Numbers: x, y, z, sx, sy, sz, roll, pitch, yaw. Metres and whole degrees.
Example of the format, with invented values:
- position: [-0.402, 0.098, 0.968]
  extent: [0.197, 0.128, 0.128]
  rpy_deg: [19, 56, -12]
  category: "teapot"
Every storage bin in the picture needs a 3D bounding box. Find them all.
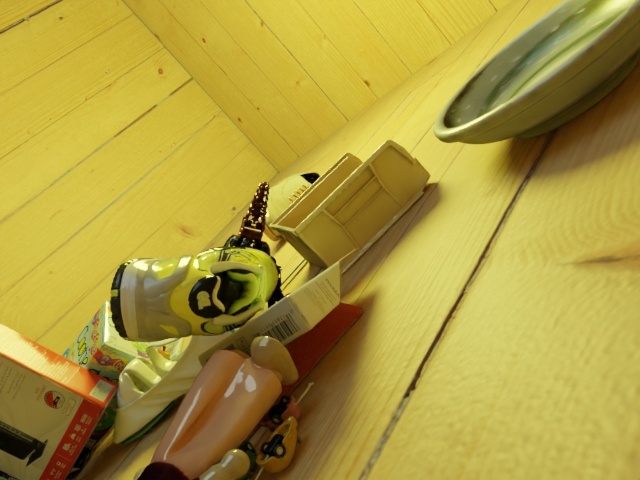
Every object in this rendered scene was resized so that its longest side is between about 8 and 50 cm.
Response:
- position: [0.051, -0.070, 1.163]
  extent: [0.260, 0.123, 0.262]
  rpy_deg: [-45, 12, -8]
  category: "storage bin"

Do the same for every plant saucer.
- position: [0.359, -0.261, 0.895]
  extent: [0.400, 0.100, 0.400]
  rpy_deg: [-40, 13, 11]
  category: "plant saucer"
- position: [-0.078, 0.174, 0.914]
  extent: [0.259, 0.048, 0.258]
  rpy_deg: [-45, 12, -14]
  category: "plant saucer"

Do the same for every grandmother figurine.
- position: [-0.158, 0.253, 0.620]
  extent: [0.208, 0.104, 0.342]
  rpy_deg: [-43, 6, 45]
  category: "grandmother figurine"

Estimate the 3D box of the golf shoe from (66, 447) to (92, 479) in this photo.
- position: [-0.588, 0.509, 1.304]
  extent: [0.198, 0.077, 0.094]
  rpy_deg: [-50, 15, -28]
  category: "golf shoe"

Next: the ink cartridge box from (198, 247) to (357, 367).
- position: [-0.041, 0.105, 0.850]
  extent: [0.189, 0.066, 0.232]
  rpy_deg: [-36, -7, 30]
  category: "ink cartridge box"

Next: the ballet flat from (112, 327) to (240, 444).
- position: [-0.304, 0.258, 1.141]
  extent: [0.400, 0.139, 0.139]
  rpy_deg: [-37, 13, 25]
  category: "ballet flat"

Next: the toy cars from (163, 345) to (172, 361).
- position: [-0.468, 0.355, 1.425]
  extent: [0.393, 0.087, 0.176]
  rpy_deg: [-40, 38, 25]
  category: "toy cars"

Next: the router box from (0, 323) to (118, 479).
- position: [-0.615, 0.362, 1.167]
  extent: [0.335, 0.301, 0.082]
  rpy_deg: [-58, 8, 17]
  category: "router box"

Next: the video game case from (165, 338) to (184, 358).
- position: [-0.414, 0.319, 1.553]
  extent: [0.119, 0.015, 0.166]
  rpy_deg: [-42, 12, -1]
  category: "video game case"

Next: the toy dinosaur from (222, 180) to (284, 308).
- position: [-0.162, 0.046, 1.196]
  extent: [0.164, 0.322, 0.218]
  rpy_deg: [-8, 20, -3]
  category: "toy dinosaur"

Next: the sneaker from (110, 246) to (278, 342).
- position: [-0.136, 0.082, 0.875]
  extent: [0.147, 0.145, 0.384]
  rpy_deg: [-2, 4, 19]
  category: "sneaker"

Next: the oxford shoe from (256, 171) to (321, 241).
- position: [-0.094, -0.128, 1.805]
  extent: [0.146, 0.140, 0.397]
  rpy_deg: [-30, 18, 22]
  category: "oxford shoe"

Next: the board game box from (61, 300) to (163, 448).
- position: [-0.481, 0.295, 1.279]
  extent: [0.275, 0.144, 0.142]
  rpy_deg: [-48, 34, 15]
  category: "board game box"

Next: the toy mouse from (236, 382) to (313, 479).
- position: [-0.065, 0.236, 0.691]
  extent: [0.143, 0.031, 0.161]
  rpy_deg: [-27, 20, 51]
  category: "toy mouse"

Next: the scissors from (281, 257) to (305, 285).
- position: [0.000, 0.000, 1.322]
  extent: [0.109, 0.021, 0.297]
  rpy_deg: [-27, 18, 47]
  category: "scissors"

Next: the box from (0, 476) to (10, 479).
- position: [-0.691, 0.595, 1.070]
  extent: [0.262, 0.127, 0.231]
  rpy_deg: [-43, 28, 14]
  category: "box"
